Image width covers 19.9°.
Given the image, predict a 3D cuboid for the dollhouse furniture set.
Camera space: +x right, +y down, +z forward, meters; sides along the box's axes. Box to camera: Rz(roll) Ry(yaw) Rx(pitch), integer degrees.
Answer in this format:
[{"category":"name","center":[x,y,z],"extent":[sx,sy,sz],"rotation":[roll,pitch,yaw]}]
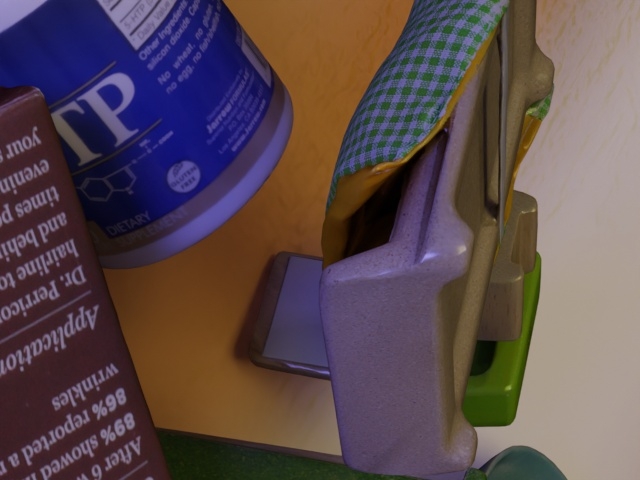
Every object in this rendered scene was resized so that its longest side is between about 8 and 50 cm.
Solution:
[{"category":"dollhouse furniture set","center":[0.000,0.000,0.699],"extent":[0.301,0.151,0.198],"rotation":[82,20,-56]}]

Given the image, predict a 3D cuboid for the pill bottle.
[{"category":"pill bottle","center":[-0.103,-0.088,0.704],"extent":[0.187,0.112,0.112],"rotation":[52,54,-31]}]

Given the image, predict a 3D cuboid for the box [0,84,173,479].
[{"category":"box","center":[-0.143,0.157,0.635],"extent":[0.191,0.143,0.381],"rotation":[-30,108,-44]}]

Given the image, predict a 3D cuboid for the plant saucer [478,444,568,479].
[{"category":"plant saucer","center":[0.111,0.262,0.897],"extent":[0.317,0.043,0.318],"rotation":[48,35,-49]}]
